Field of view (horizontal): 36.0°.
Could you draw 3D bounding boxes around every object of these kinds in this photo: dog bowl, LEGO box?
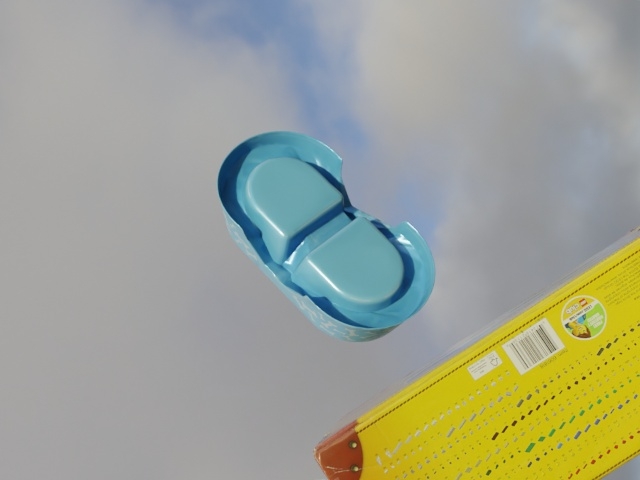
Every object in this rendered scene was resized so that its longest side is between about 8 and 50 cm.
[{"bbox_3d":[0.000,0.000,1.176,0.166,0.297,0.074,-36,-19,-28],"label":"dog bowl"},{"bbox_3d":[0.263,0.183,1.204,0.193,0.500,0.372,57,-176,8],"label":"LEGO box"}]

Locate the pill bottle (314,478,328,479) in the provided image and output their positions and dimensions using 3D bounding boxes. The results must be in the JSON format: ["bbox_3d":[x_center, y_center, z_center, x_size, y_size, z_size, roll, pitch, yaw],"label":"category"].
[{"bbox_3d":[-0.007,0.530,1.682,0.121,0.121,0.221,66,-147,-33],"label":"pill bottle"}]
